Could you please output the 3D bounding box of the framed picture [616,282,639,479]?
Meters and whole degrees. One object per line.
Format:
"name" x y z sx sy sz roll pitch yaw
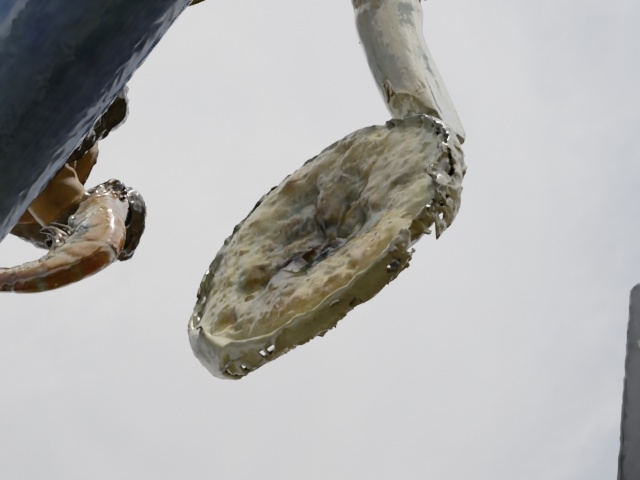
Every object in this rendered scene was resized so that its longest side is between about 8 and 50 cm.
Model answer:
"framed picture" 0.173 0.083 0.213 0.265 0.347 0.016 -19 -62 28

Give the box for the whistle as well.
"whistle" -0.137 -0.024 0.432 0.304 0.062 0.062 -51 -48 4

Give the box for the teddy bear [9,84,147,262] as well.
"teddy bear" -0.192 -0.081 0.809 0.140 0.177 0.190 -5 -27 -19

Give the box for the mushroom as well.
"mushroom" 0.077 -0.167 1.052 0.071 0.209 0.084 -32 -33 29

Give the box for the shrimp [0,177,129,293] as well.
"shrimp" -0.139 -0.004 0.618 0.091 0.127 0.025 -10 -68 13

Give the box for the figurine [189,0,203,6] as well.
"figurine" -0.065 -0.147 0.516 0.098 0.082 0.154 11 -5 7

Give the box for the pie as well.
"pie" 0.000 0.000 0.916 0.274 0.274 0.055 -38 -69 13
